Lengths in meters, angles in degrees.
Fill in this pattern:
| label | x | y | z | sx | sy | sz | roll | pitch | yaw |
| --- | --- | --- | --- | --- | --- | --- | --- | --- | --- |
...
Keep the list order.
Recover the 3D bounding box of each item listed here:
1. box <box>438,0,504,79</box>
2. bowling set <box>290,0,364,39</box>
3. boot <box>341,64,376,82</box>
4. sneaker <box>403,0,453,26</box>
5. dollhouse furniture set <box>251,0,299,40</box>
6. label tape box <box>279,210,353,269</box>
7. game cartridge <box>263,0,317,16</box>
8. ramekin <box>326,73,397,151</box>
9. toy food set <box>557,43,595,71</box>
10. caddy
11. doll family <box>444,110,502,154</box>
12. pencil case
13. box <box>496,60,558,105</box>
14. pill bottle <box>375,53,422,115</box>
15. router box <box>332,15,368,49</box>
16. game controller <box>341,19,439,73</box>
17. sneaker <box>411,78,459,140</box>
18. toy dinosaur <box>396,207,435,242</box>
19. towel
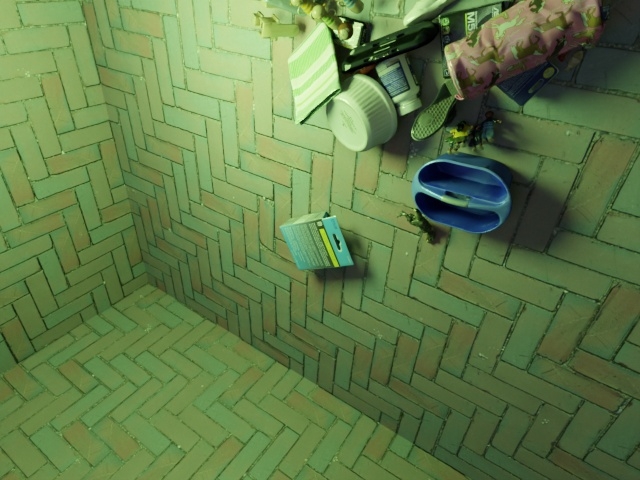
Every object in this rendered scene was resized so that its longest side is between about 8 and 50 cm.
| label | x | y | z | sx | sy | sz | roll | pitch | yaw |
| --- | --- | --- | --- | --- | --- | --- | --- | --- | --- |
| box | 0.463 | -0.604 | 1.274 | 0.184 | 0.045 | 0.191 | 8 | 122 | 36 |
| bowling set | 0.051 | -0.773 | 1.355 | 0.286 | 0.154 | 0.200 | -28 | 66 | 38 |
| boot | 0.157 | -0.596 | 1.522 | 0.157 | 0.059 | 0.085 | -20 | 112 | 48 |
| sneaker | 0.339 | -0.744 | 1.274 | 0.212 | 0.080 | 0.094 | -23 | 90 | 38 |
| dollhouse furniture set | -0.192 | -0.974 | 1.559 | 0.356 | 0.173 | 0.303 | 57 | 147 | 33 |
| label tape box | 0.000 | 0.000 | 1.986 | 0.347 | 0.115 | 0.249 | -9 | 111 | 39 |
| game cartridge | -0.055 | -0.908 | 1.381 | 0.060 | 0.195 | 0.294 | 54 | 131 | 28 |
| ramekin | 0.135 | -0.446 | 1.510 | 0.273 | 0.127 | 0.273 | 44 | 160 | 21 |
| toy food set | 0.704 | -0.536 | 1.146 | 0.078 | 0.019 | 0.122 | 45 | 143 | 7 |
| caddy | 0.488 | -0.164 | 1.442 | 0.341 | 0.179 | 0.242 | 20 | 129 | 28 |
| doll family | 0.499 | -0.356 | 1.376 | 0.192 | 0.112 | 0.076 | 0 | 153 | 32 |
| pencil case | 0.527 | -0.525 | 1.109 | 0.385 | 0.160 | 0.167 | -19 | 64 | 29 |
| box | 0.555 | -0.515 | 1.217 | 0.225 | 0.036 | 0.136 | 40 | 124 | -3 |
| pill bottle | 0.273 | -0.530 | 1.425 | 0.111 | 0.112 | 0.187 | -13 | 108 | 43 |
| router box | 0.102 | -0.734 | 1.483 | 0.122 | 0.038 | 0.092 | 29 | 131 | 22 |
| game controller | 0.219 | -0.619 | 1.354 | 0.318 | 0.167 | 0.067 | -6 | 133 | 34 |
| sneaker | 0.373 | -0.389 | 1.367 | 0.086 | 0.226 | 0.163 | 37 | 174 | 13 |
| toy dinosaur | 0.371 | -0.080 | 1.624 | 0.118 | 0.064 | 0.268 | 28 | 172 | 39 |
| towel | -0.032 | -0.618 | 1.540 | 0.247 | 0.038 | 0.325 | -29 | 60 | 44 |
